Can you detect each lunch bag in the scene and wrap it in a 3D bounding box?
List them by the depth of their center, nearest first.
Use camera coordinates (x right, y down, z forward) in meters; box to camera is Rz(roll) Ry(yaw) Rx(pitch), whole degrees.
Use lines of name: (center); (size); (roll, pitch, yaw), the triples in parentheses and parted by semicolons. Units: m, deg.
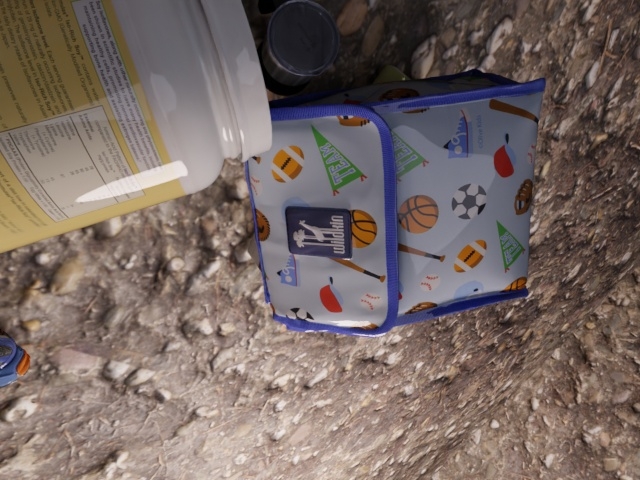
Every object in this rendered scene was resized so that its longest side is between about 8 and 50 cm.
lunch bag: (0.095, -0.054, 0.672); (0.385, 0.239, 0.327); (-9, 112, -9)

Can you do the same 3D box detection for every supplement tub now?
supplement tub: (-0.235, -0.135, 0.441); (0.331, 0.241, 0.241); (-19, 131, -11)

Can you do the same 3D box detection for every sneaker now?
sneaker: (-0.522, 0.176, 0.625); (0.221, 0.083, 0.087); (-22, 118, -27)

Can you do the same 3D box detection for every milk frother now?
milk frother: (-0.070, -0.233, 0.579); (0.143, 0.135, 0.129); (-40, 104, -6)

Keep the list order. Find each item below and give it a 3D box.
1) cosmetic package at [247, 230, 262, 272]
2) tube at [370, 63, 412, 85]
cosmetic package: (0.000, 0.000, 0.835); (0.231, 0.085, 0.117); (8, 116, -35)
tube: (0.063, -0.169, 0.773); (0.070, 0.062, 0.240); (36, 105, 0)
